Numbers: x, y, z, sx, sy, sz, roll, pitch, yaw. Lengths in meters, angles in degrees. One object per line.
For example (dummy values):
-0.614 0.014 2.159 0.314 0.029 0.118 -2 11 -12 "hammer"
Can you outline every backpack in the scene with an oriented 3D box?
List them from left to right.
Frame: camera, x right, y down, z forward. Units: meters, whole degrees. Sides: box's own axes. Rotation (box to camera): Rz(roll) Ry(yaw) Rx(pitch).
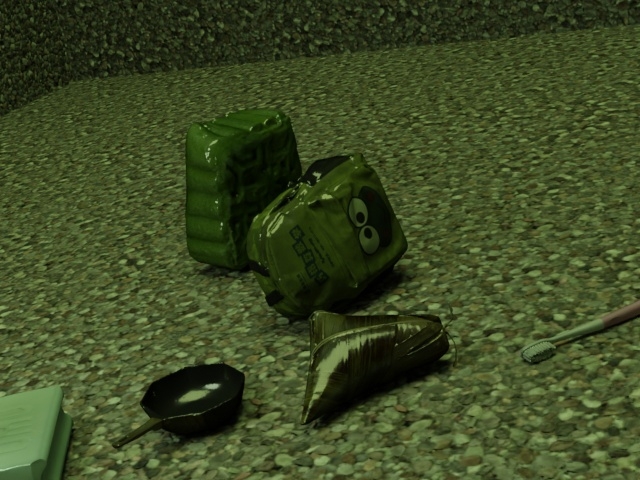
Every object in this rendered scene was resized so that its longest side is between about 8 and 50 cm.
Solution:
0.000 0.000 1.721 0.253 0.207 0.140 -37 16 -36 "backpack"

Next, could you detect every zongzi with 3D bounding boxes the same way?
0.073 0.160 1.441 0.187 0.084 0.184 -4 35 9 "zongzi"

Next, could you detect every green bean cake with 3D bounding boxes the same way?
-0.129 -0.094 1.962 0.125 0.248 0.222 8 26 39 "green bean cake"

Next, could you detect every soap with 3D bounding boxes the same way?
-0.375 0.258 1.425 0.119 0.066 0.198 -14 20 -1 "soap"

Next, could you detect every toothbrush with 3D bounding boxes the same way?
0.378 0.100 1.499 0.286 0.020 0.025 -20 30 -20 "toothbrush"

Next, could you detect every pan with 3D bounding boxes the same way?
-0.187 0.217 1.456 0.202 0.048 0.128 -22 21 -30 "pan"
